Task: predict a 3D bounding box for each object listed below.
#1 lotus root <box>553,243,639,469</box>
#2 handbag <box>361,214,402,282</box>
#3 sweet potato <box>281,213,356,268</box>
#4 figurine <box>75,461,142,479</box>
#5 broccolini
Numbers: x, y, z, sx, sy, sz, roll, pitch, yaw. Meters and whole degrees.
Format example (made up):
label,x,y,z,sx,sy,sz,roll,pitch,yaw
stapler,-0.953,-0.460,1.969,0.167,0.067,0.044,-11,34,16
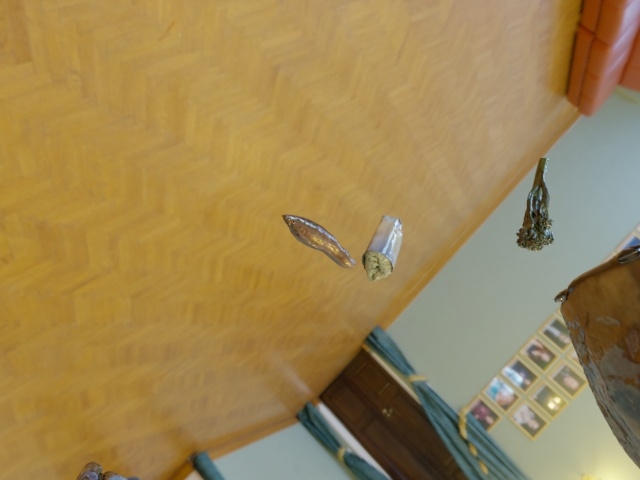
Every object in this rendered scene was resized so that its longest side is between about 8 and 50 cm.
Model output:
label,x,y,z,sx,sy,sz,roll,pitch,yaw
lotus root,0.372,0.121,0.538,0.315,0.250,0.316,-7,163,-2
handbag,0.181,0.028,1.676,0.173,0.095,0.117,-59,150,-36
sweet potato,0.001,-0.001,1.305,0.057,0.057,0.264,-49,138,8
figurine,-0.579,0.674,1.438,0.382,0.260,0.186,-175,-75,-76
broccolini,0.444,-0.077,1.242,0.091,0.068,0.203,115,-22,-73
